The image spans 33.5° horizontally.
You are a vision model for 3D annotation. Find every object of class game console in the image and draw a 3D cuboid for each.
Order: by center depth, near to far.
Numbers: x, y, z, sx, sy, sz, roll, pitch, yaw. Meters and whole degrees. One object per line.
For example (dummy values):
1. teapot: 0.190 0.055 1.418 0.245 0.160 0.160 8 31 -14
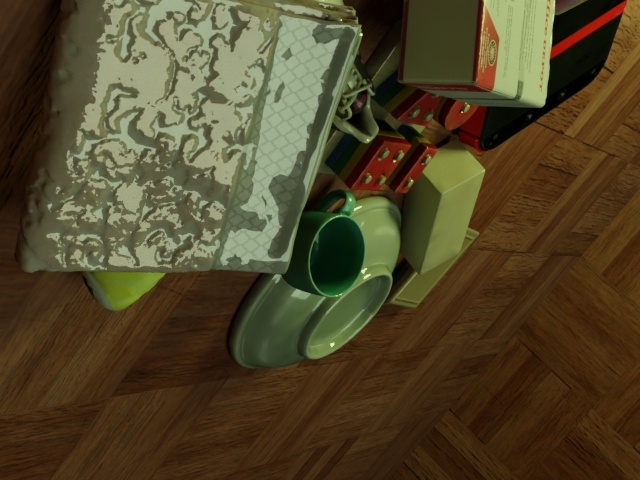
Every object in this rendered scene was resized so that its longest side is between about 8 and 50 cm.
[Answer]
1. game console: 0.401 -0.347 1.859 0.386 0.060 0.342 -34 149 -28

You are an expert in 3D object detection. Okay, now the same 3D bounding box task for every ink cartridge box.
1. ink cartridge box: 0.217 -0.289 1.428 0.272 0.114 0.197 0 95 -60

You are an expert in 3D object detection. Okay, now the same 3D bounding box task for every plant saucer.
1. plant saucer: 0.019 0.103 1.889 0.400 0.100 0.400 -37 156 -19

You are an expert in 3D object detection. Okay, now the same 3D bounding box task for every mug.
1. mug: 0.001 0.009 1.672 0.158 0.097 0.130 -45 127 -31

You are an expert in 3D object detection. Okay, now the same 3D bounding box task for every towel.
1. towel: -0.135 -0.107 1.107 0.316 0.053 0.332 3 119 -30

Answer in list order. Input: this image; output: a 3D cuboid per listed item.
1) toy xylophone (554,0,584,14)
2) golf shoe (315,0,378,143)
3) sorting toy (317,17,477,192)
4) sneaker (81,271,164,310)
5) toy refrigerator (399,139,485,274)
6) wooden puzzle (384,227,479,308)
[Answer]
1. toy xylophone: 0.476 -0.461 1.618 0.322 0.081 0.236 -35 -172 -26
2. golf shoe: 0.018 -0.221 1.305 0.105 0.120 0.273 -41 156 -6
3. sorting toy: 0.130 -0.184 1.600 0.255 0.089 0.257 -54 156 19
4. sneaker: -0.147 -0.052 1.266 0.385 0.147 0.145 -52 159 18
5. toy refrigerator: 0.213 -0.059 1.963 0.102 0.094 0.270 -29 153 -20
6. wooden puzzle: 0.230 0.049 2.249 0.221 0.044 0.238 -50 162 10
